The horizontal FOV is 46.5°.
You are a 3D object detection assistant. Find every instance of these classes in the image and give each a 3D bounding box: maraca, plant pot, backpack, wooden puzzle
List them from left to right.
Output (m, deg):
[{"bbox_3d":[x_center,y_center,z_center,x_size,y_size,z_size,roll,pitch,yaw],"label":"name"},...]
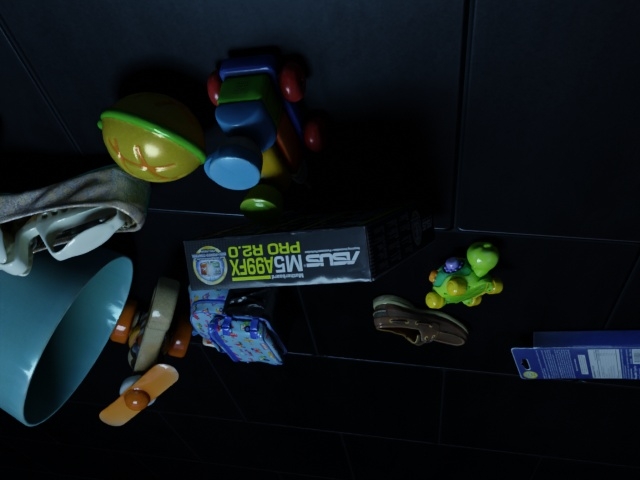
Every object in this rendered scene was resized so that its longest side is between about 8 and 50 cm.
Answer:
[{"bbox_3d":[-0.470,0.102,1.153,0.235,0.293,0.293,26,149,4],"label":"plant pot"},{"bbox_3d":[-0.200,-0.119,0.876,0.127,0.099,0.186,29,170,-25],"label":"maraca"},{"bbox_3d":[-0.200,0.200,1.483,0.116,0.014,0.078,9,149,3],"label":"wooden puzzle"},{"bbox_3d":[-0.145,0.132,1.256,0.173,0.117,0.158,4,148,16],"label":"backpack"}]

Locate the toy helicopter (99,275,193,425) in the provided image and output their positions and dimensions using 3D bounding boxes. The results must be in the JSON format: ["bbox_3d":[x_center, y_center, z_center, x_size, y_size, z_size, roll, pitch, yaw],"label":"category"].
[{"bbox_3d":[-0.288,0.173,1.248,0.140,0.235,0.355,17,149,-11],"label":"toy helicopter"}]

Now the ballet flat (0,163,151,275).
[{"bbox_3d":[-0.377,-0.015,0.988,0.316,0.106,0.107,-18,151,5],"label":"ballet flat"}]

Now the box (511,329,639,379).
[{"bbox_3d":[0.446,0.195,1.259,0.225,0.036,0.136,-5,146,21],"label":"box"}]

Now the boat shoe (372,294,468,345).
[{"bbox_3d":[0.164,0.147,1.240,0.178,0.060,0.064,21,148,-18],"label":"boat shoe"}]

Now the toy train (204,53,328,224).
[{"bbox_3d":[-0.052,-0.077,0.848,0.105,0.143,0.248,-1,148,19],"label":"toy train"}]

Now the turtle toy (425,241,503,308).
[{"bbox_3d":[0.207,0.049,1.057,0.095,0.066,0.130,0,154,-31],"label":"turtle toy"}]

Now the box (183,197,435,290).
[{"bbox_3d":[0.000,0.000,0.890,0.216,0.060,0.270,-4,-172,22],"label":"box"}]
